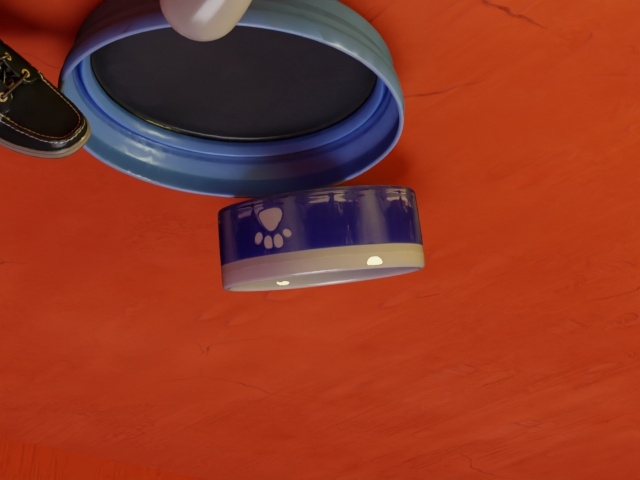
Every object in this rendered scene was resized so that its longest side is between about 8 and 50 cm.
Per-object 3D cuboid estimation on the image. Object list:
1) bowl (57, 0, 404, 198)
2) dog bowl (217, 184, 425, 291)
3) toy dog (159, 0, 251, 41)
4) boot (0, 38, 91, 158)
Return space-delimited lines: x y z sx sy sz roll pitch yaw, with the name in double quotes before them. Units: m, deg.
"bowl" -0.099 -0.169 1.566 0.391 0.077 0.391 2 155 1
"dog bowl" 0.000 0.000 1.785 0.265 0.104 0.265 -6 175 -1
"toy dog" 0.005 -0.310 1.129 0.334 0.161 0.220 -16 110 22
"boot" -0.349 -0.194 1.432 0.236 0.085 0.178 33 154 13
